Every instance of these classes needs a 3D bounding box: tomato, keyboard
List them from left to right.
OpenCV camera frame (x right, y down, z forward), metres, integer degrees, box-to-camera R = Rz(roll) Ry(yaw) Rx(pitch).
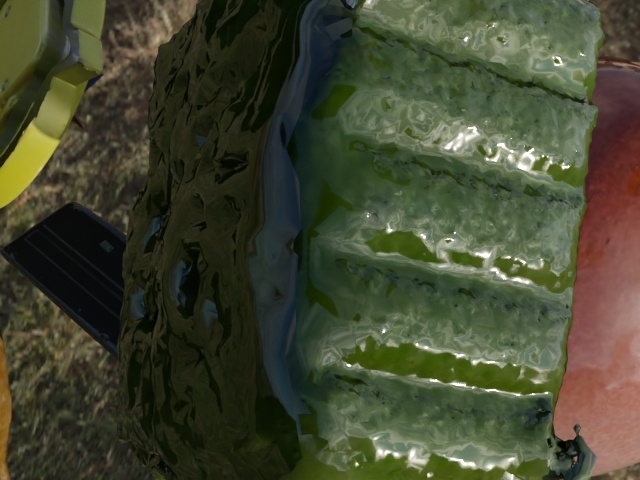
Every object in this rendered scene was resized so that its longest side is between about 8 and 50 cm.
[{"bbox_3d":[-0.233,0.019,1.065,0.103,0.041,0.381,-38,56,-22],"label":"keyboard"},{"bbox_3d":[0.180,0.027,0.814,0.322,0.321,0.321,9,55,-13],"label":"tomato"}]

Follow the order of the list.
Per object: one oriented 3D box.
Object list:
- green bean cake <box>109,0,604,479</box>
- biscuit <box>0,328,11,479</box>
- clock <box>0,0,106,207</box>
[{"bbox_3d":[0.000,0.000,0.524,0.156,0.247,0.249,13,81,-23],"label":"green bean cake"},{"bbox_3d":[-0.283,0.111,0.678,0.049,0.273,0.257,-11,89,-55],"label":"biscuit"},{"bbox_3d":[-0.283,-0.160,1.067,0.071,0.293,0.277,24,49,-38],"label":"clock"}]
